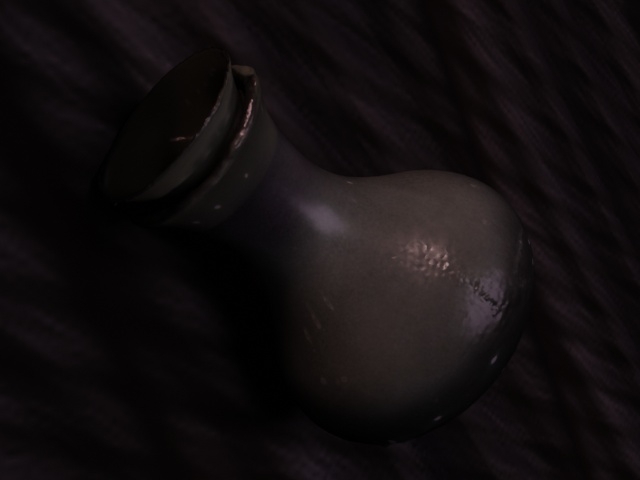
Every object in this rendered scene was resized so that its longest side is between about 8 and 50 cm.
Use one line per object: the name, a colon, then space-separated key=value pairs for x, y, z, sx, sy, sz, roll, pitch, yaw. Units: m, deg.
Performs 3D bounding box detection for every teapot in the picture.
teapot: x=0.000 y=0.000 z=0.717 sx=0.251 sy=0.183 sz=0.184 roll=38 pitch=54 yaw=-28
